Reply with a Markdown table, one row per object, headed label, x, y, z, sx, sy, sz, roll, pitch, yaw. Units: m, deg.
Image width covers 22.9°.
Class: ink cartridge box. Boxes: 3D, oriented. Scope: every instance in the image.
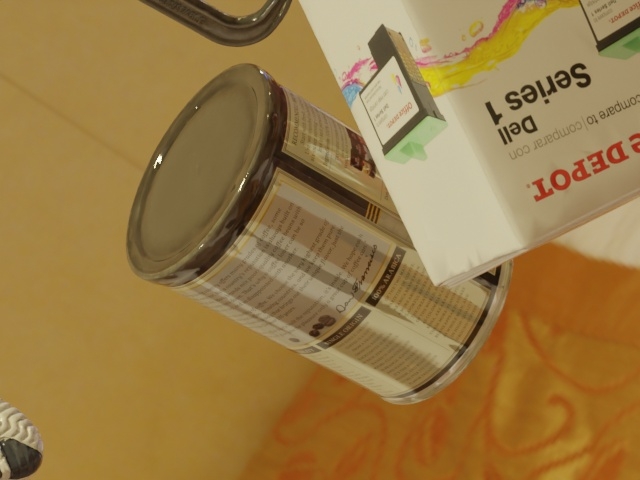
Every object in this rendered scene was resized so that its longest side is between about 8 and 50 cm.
| label | x | y | z | sx | sy | sz | roll | pitch | yaw |
| --- | --- | --- | --- | --- | --- | --- | --- | --- | --- |
| ink cartridge box | 0.116 | -0.138 | 0.999 | 0.201 | 0.278 | 0.117 | -24 | -2 | -27 |

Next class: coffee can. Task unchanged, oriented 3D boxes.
| label | x | y | z | sx | sy | sz | roll | pitch | yaw |
| --- | --- | --- | --- | --- | --- | --- | --- | --- | --- |
| coffee can | 0.000 | 0.000 | 1.372 | 0.201 | 0.275 | 0.201 | -39 | 34 | 34 |

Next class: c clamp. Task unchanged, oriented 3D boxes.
| label | x | y | z | sx | sy | sz | roll | pitch | yaw |
| --- | --- | --- | --- | --- | --- | --- | --- | --- | --- |
| c clamp | -0.079 | -0.208 | 1.136 | 0.137 | 0.161 | 0.022 | -42 | 32 | 27 |

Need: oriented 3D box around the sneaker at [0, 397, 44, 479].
| label | x | y | z | sx | sy | sz | roll | pitch | yaw |
| --- | --- | --- | --- | --- | --- | --- | --- | --- | --- |
| sneaker | -0.324 | 0.188 | 1.171 | 0.153 | 0.235 | 0.094 | 99 | 160 | -48 |
